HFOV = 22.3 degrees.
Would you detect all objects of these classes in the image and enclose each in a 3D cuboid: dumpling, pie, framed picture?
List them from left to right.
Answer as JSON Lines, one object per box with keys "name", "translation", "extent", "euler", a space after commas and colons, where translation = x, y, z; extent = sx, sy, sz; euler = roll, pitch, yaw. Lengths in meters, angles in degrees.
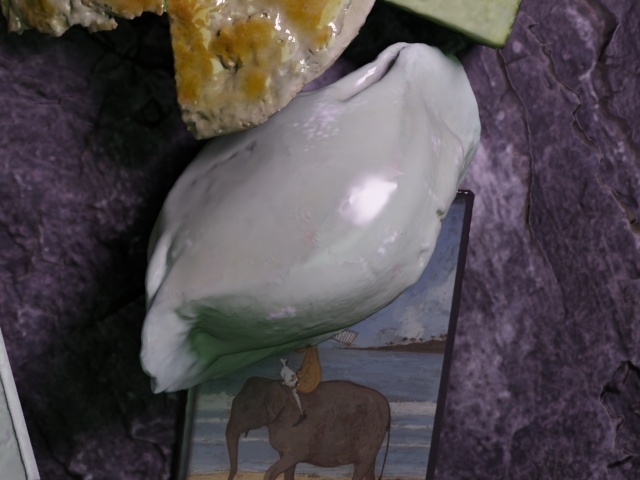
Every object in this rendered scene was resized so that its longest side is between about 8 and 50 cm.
{"name": "pie", "translation": [-0.104, -0.253, 1.289], "extent": [0.338, 0.075, 0.337], "euler": [1, 98, 6]}
{"name": "dumpling", "translation": [-0.008, -0.024, 1.366], "extent": [0.321, 0.270, 0.211], "euler": [-21, 86, 10]}
{"name": "framed picture", "translation": [0.001, 0.111, 1.503], "extent": [0.265, 0.016, 0.347], "euler": [5, 100, -21]}

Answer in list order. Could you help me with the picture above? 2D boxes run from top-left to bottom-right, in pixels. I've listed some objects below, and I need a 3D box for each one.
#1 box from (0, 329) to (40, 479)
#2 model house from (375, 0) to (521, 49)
{"name": "box", "translation": [-0.313, 0.082, 1.265], "extent": [0.117, 0.225, 0.225], "euler": [-17, 108, -16]}
{"name": "model house", "translation": [0.101, -0.288, 1.375], "extent": [0.189, 0.195, 0.214], "euler": [18, 100, -1]}
